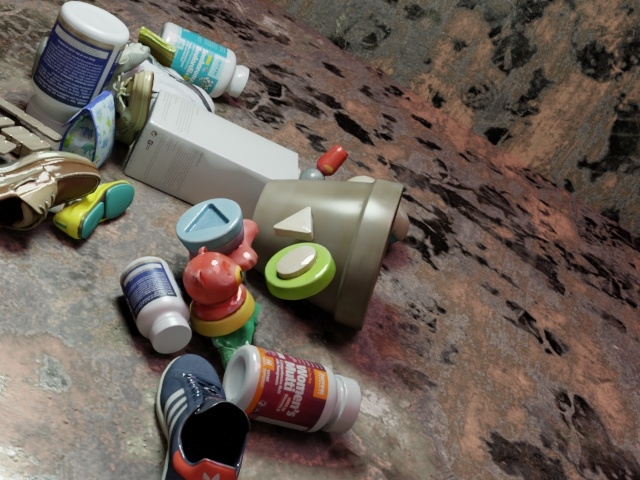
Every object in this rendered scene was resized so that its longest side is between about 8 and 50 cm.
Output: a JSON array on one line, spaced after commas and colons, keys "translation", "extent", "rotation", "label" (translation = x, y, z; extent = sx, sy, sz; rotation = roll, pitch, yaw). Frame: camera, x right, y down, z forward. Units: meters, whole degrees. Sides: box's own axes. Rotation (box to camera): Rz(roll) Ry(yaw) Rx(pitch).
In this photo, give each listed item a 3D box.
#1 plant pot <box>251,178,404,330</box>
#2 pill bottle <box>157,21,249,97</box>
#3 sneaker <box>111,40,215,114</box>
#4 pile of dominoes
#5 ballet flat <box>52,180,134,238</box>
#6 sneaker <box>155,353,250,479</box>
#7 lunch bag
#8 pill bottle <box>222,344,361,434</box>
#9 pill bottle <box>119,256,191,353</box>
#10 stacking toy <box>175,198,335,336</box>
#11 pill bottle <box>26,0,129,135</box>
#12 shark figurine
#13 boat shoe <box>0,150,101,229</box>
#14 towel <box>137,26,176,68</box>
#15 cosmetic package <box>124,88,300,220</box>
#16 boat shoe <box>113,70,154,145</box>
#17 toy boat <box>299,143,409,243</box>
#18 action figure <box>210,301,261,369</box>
[{"translation": [0.000, 0.000, 1.960], "extent": [0.280, 0.323, 0.323], "rotation": [16, 25, 4], "label": "plant pot"}, {"translation": [-0.336, -0.491, 2.589], "extent": [0.264, 0.146, 0.146], "rotation": [21, 28, -21], "label": "pill bottle"}, {"translation": [-0.432, -0.359, 2.254], "extent": [0.366, 0.137, 0.210], "rotation": [29, 23, -13], "label": "sneaker"}, {"translation": [-0.672, -0.232, 1.905], "extent": [0.251, 0.040, 0.196], "rotation": [31, 25, 18], "label": "pile of dominoes"}, {"translation": [-0.444, -0.070, 1.811], "extent": [0.077, 0.077, 0.231], "rotation": [16, 26, 10], "label": "ballet flat"}, {"translation": [-0.169, 0.270, 1.415], "extent": [0.131, 0.148, 0.350], "rotation": [21, 27, -23], "label": "sneaker"}, {"translation": [-0.483, -0.230, 1.947], "extent": [0.096, 0.151, 0.129], "rotation": [23, 27, -3], "label": "lunch bag"}, {"translation": [-0.048, 0.262, 1.597], "extent": [0.221, 0.121, 0.121], "rotation": [19, 29, -25], "label": "pill bottle"}, {"translation": [-0.285, 0.115, 1.625], "extent": [0.094, 0.094, 0.169], "rotation": [10, 33, -38], "label": "pill bottle"}, {"translation": [-0.132, 0.005, 1.709], "extent": [0.279, 0.130, 0.309], "rotation": [-18, 37, 0], "label": "stacking toy"}, {"translation": [-0.532, -0.367, 2.012], "extent": [0.153, 0.265, 0.153], "rotation": [26, 25, -13], "label": "pill bottle"}, {"translation": [-0.532, -0.390, 2.145], "extent": [0.278, 0.116, 0.166], "rotation": [-3, 31, -10], "label": "shark figurine"}, {"translation": [-0.538, -0.071, 1.652], "extent": [0.324, 0.122, 0.120], "rotation": [-15, 59, -41], "label": "boat shoe"}, {"translation": [-0.430, -0.453, 2.368], "extent": [0.102, 0.237, 0.021], "rotation": [33, 65, -4], "label": "towel"}, {"translation": [-0.240, -0.176, 2.126], "extent": [0.365, 0.155, 0.197], "rotation": [26, 27, -14], "label": "cosmetic package"}, {"translation": [-0.428, -0.289, 2.034], "extent": [0.089, 0.285, 0.105], "rotation": [15, 65, -18], "label": "boat shoe"}, {"translation": [0.088, -0.102, 2.383], "extent": [0.318, 0.148, 0.267], "rotation": [46, 3, 24], "label": "toy boat"}, {"translation": [-0.168, 0.160, 1.710], "extent": [0.137, 0.063, 0.232], "rotation": [25, 22, -18], "label": "action figure"}]
